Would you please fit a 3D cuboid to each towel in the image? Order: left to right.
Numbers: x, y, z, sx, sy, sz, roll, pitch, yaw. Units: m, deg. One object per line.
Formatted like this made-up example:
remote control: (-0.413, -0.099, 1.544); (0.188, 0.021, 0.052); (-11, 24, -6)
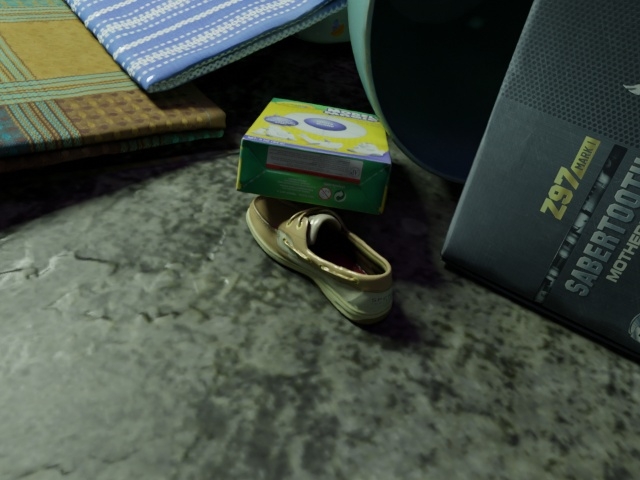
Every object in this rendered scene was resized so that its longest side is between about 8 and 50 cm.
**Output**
towel: (-0.293, -0.174, 0.542); (0.271, 0.040, 0.370); (-19, 49, -37)
towel: (-0.141, -0.285, 0.609); (0.243, 0.040, 0.336); (-32, 55, -17)

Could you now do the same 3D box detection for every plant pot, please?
plant pot: (0.144, -0.219, 0.493); (0.290, 0.290, 0.195); (-4, 39, -16)

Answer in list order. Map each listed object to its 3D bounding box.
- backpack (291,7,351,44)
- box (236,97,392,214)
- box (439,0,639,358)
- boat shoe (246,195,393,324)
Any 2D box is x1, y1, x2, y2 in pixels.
backpack: (0.024, -0.315, 0.707); (0.188, 0.144, 0.166); (-25, 55, -23)
box: (0.001, -0.077, 0.477); (0.105, 0.043, 0.179); (9, 22, -1)
box: (0.195, -0.048, 0.364); (0.183, 0.232, 0.059); (29, 38, 20)
boat shoe: (0.000, 0.000, 0.413); (0.135, 0.045, 0.050); (36, 47, 27)
